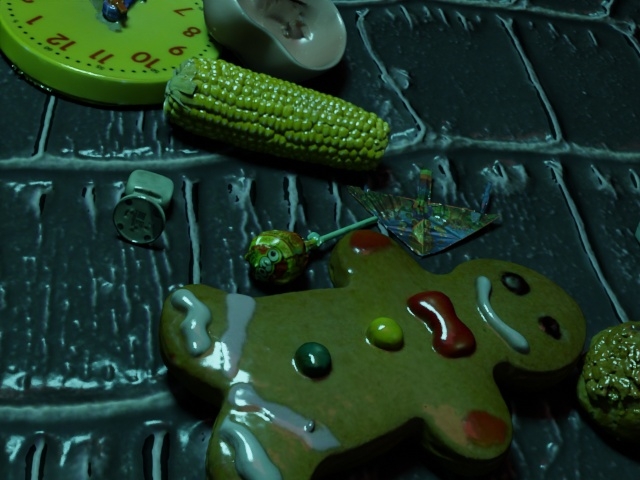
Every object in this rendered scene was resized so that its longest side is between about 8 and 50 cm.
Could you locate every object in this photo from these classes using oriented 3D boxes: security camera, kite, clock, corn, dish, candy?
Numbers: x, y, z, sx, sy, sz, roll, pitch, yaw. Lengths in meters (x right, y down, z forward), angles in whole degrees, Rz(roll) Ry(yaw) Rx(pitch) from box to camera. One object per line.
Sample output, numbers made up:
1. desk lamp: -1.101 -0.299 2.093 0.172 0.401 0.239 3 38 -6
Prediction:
1. security camera: -0.179 -0.040 1.218 0.058 0.058 0.092 16 26 -1
2. kite: 0.117 -0.033 1.343 0.183 0.010 0.160 11 42 -3
3. clock: -0.251 -0.270 1.439 0.277 0.071 0.293 25 40 9
4. corn: -0.051 -0.140 1.345 0.260 0.091 0.091 17 64 -5
5. dish: -0.070 -0.275 1.461 0.213 0.090 0.213 32 40 -32
6. candy: 0.000 0.000 1.238 0.060 0.060 0.201 38 34 24

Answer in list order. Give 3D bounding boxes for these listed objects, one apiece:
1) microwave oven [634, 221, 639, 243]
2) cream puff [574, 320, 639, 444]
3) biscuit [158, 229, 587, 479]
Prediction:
1. microwave oven: 0.504 0.008 1.263 0.181 0.237 0.295 6 36 -16
2. cream puff: 0.323 0.134 1.144 0.144 0.103 0.126 14 37 -8
3. biscuit: 0.071 0.094 1.091 0.432 0.064 0.283 -10 53 -26
